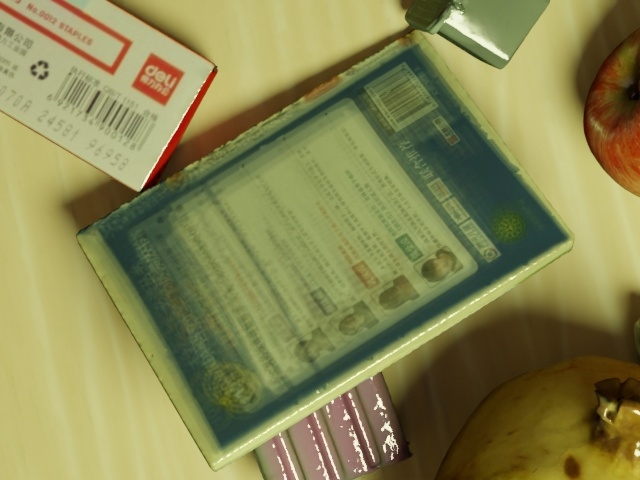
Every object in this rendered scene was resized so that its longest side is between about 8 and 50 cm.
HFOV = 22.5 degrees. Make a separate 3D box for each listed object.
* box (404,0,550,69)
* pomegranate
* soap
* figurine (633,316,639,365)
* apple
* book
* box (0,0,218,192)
[{"bbox_3d":[0.121,-0.181,1.235,0.069,0.122,0.084,35,96,-14],"label":"box"},{"bbox_3d":[0.199,0.231,1.183,0.307,0.307,0.307,0,95,1],"label":"pomegranate"},{"bbox_3d":[-0.017,0.096,1.283,0.122,0.065,0.203,-20,93,1],"label":"soap"},{"bbox_3d":[0.327,0.081,1.283,0.146,0.081,0.098,-12,138,-2],"label":"figurine"},{"bbox_3d":[0.279,-0.100,1.225,0.131,0.146,0.146,19,96,-28],"label":"apple"},{"bbox_3d":[0.000,0.000,1.230,0.322,0.018,0.228,-31,67,-5],"label":"book"},{"bbox_3d":[-0.207,-0.144,1.276,0.229,0.050,0.123,30,93,-1],"label":"box"}]
